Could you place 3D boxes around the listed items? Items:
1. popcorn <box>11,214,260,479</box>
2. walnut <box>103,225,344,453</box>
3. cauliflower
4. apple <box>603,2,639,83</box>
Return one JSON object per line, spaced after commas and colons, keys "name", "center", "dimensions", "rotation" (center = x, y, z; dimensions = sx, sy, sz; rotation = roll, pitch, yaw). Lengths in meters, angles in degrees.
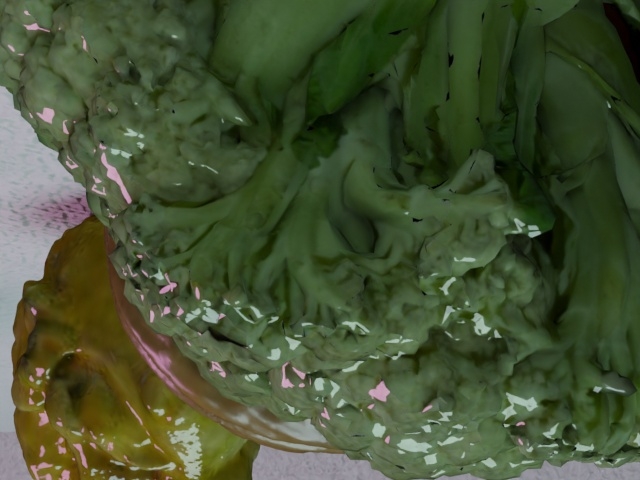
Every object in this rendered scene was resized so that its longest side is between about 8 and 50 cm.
{"name": "popcorn", "center": [-0.118, 0.102, 1.040], "dimensions": [0.233, 0.266, 0.192], "rotation": [-20, 171, 31]}
{"name": "walnut", "center": [0.000, 0.000, 0.703], "dimensions": [0.228, 0.227, 0.228], "rotation": [-2, 167, 0]}
{"name": "cauliflower", "center": [0.040, -0.059, 0.457], "dimensions": [0.275, 0.272, 0.250], "rotation": [8, 126, -46]}
{"name": "apple", "center": [0.185, -0.079, 0.564], "dimensions": [0.158, 0.147, 0.156], "rotation": [-4, -154, 32]}
